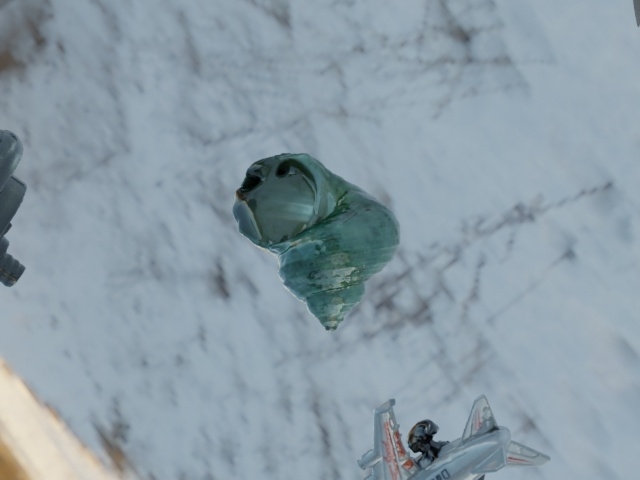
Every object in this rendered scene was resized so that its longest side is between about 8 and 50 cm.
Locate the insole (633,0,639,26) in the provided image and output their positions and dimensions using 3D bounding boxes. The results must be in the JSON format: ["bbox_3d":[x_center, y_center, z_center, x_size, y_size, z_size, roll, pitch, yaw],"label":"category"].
[{"bbox_3d":[0.399,-0.348,2.098,0.053,0.002,0.153,70,-166,-83],"label":"insole"}]

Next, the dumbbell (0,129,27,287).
[{"bbox_3d":[-0.365,-0.057,1.359,0.290,0.192,0.192,38,172,-14],"label":"dumbbell"}]

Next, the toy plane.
[{"bbox_3d":[0.075,0.178,1.188,0.162,0.171,0.065,43,-149,-23],"label":"toy plane"}]

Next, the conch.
[{"bbox_3d":[0.001,0.004,1.983,0.134,0.196,0.202,63,-161,-49],"label":"conch"}]
